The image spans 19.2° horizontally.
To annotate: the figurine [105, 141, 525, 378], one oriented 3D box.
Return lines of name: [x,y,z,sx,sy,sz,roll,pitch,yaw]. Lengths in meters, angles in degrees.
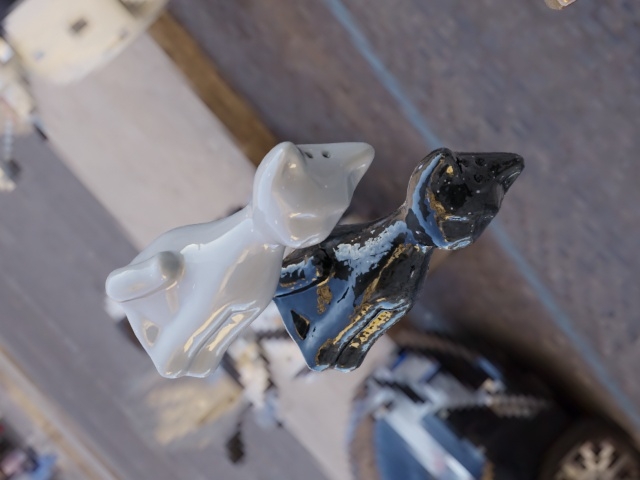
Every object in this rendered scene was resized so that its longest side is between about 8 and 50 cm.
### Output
figurine: [0.000,0.000,1.225,0.209,0.215,0.092,-43,59,39]

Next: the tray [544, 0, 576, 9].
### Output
tray: [0.027,-0.275,0.382,0.411,0.203,0.076,58,-173,-3]
